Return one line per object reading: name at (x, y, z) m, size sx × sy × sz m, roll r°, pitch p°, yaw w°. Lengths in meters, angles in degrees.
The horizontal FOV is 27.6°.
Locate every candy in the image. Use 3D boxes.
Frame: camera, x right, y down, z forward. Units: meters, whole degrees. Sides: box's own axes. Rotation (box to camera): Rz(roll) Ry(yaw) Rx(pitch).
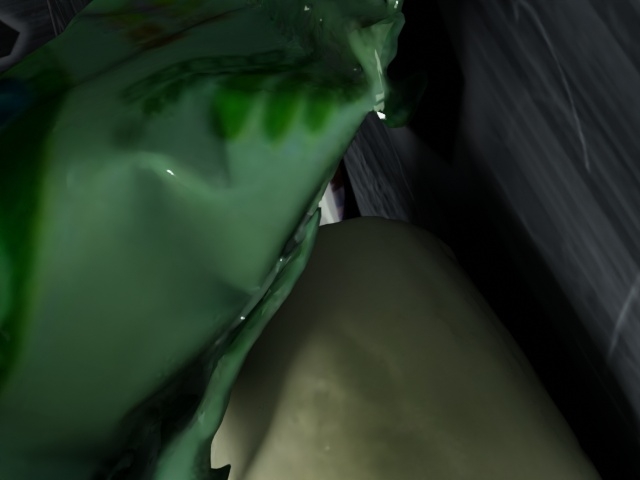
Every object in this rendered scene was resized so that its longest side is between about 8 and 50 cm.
candy at (-0.110, -0.017, 0.590) m, size 0.172 × 0.398 × 0.263 m, roll 38°, pitch -177°, yaw -41°

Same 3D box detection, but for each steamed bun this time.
steamed bun at (0.023, 0.111, 0.625) m, size 0.200 × 0.170 × 0.225 m, roll 79°, pitch 168°, yaw -51°

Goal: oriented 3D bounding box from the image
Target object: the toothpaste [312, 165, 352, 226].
toothpaste at (0.000, 0.000, 0.854) m, size 0.096 × 0.061 × 0.266 m, roll -156°, pitch 55°, yaw -76°
